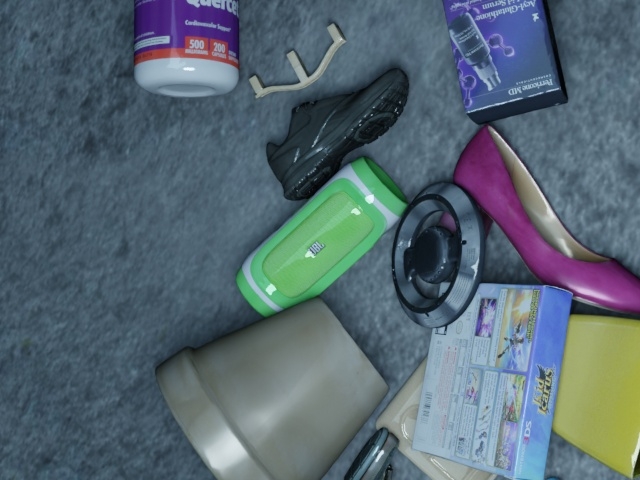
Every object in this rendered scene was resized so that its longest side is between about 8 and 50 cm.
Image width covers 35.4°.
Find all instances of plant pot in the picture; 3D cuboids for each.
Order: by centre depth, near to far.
[{"bbox_3d":[0.419,0.204,1.452,0.187,0.212,0.212,16,93,33],"label":"plant pot"},{"bbox_3d":[-0.056,0.245,1.585,0.280,0.323,0.323,-37,75,-1],"label":"plant pot"}]

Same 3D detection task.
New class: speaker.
[{"bbox_3d":[0.000,0.000,1.652,0.296,0.131,0.131,-43,74,13],"label":"speaker"}]

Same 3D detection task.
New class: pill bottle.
[{"bbox_3d":[-0.230,-0.418,1.731,0.181,0.181,0.323,-2,87,20],"label":"pill bottle"}]

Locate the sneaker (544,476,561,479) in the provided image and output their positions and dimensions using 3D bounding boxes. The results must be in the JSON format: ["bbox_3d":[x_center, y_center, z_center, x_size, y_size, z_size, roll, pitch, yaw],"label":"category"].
[{"bbox_3d":[0.368,0.474,1.511,0.092,0.087,0.229,-19,79,20],"label":"sneaker"}]

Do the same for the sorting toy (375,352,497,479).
[{"bbox_3d":[0.217,0.290,1.606,0.208,0.038,0.193,41,100,23],"label":"sorting toy"}]

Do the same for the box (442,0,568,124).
[{"bbox_3d":[0.290,-0.302,1.571,0.153,0.108,0.207,-14,82,18],"label":"box"}]

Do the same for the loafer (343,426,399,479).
[{"bbox_3d":[0.065,0.426,1.634,0.084,0.096,0.267,31,106,0],"label":"loafer"}]

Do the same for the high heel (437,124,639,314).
[{"bbox_3d":[0.359,-0.029,1.514,0.377,0.127,0.181,27,107,23],"label":"high heel"}]

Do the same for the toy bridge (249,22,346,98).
[{"bbox_3d":[-0.036,-0.297,1.735,0.188,0.026,0.063,-31,78,16],"label":"toy bridge"}]

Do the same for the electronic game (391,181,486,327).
[{"bbox_3d":[0.181,0.022,1.566,0.229,0.048,0.229,-23,63,58],"label":"electronic game"}]

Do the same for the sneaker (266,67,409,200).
[{"bbox_3d":[0.020,-0.197,1.671,0.286,0.109,0.130,-40,69,12],"label":"sneaker"}]

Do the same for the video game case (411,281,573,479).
[{"bbox_3d":[0.248,0.198,1.476,0.244,0.061,0.270,-2,75,62],"label":"video game case"}]
